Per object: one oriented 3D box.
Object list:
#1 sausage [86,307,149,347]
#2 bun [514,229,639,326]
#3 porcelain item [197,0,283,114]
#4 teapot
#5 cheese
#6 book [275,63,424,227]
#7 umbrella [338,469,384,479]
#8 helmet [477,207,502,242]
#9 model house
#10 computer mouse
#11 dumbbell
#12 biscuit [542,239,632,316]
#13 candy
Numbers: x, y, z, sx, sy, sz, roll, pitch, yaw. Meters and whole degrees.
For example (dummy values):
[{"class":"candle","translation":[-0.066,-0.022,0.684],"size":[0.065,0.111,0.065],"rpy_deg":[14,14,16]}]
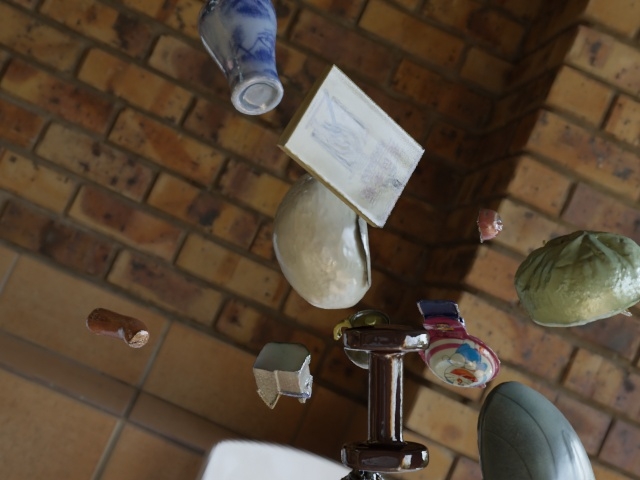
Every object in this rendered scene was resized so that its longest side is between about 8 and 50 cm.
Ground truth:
[{"class":"sausage","translation":[-0.298,0.129,1.357],"size":[0.047,0.041,0.176],"rpy_deg":[4,2,-37]},{"class":"bun","translation":[0.382,0.046,1.343],"size":[0.195,0.118,0.195],"rpy_deg":[-17,5,1]},{"class":"porcelain item","translation":[-0.134,-0.339,1.589],"size":[0.141,0.141,0.259],"rpy_deg":[31,36,-51]},{"class":"teapot","translation":[0.105,0.233,2.216],"size":[0.165,0.130,0.119],"rpy_deg":[17,-51,27]},{"class":"cheese","translation":[0.240,0.192,1.658],"size":[0.155,0.062,0.244],"rpy_deg":[-1,-46,29]},{"class":"book","translation":[0.053,-0.146,1.463],"size":[0.231,0.161,0.026],"rpy_deg":[38,-15,-30]},{"class":"umbrella","translation":[0.012,0.438,1.533],"size":[0.080,0.071,0.224],"rpy_deg":[47,-49,-12]},{"class":"helmet","translation":[0.369,-0.032,1.987],"size":[0.049,0.065,0.084],"rpy_deg":[1,-38,20]},{"class":"model house","translation":[-0.063,0.258,1.749],"size":[0.100,0.088,0.100],"rpy_deg":[2,-57,22]},{"class":"computer mouse","translation":[0.336,0.390,1.356],"size":[0.188,0.371,0.121],"rpy_deg":[1,-13,-44]},{"class":"dumbbell","translation":[0.101,0.243,1.431],"size":[0.140,0.226,0.124],"rpy_deg":[1,-4,10]},{"class":"biscuit","translation":[0.604,0.085,2.088],"size":[0.139,0.016,0.231],"rpy_deg":[21,24,-37]},{"class":"candy","translation":[0.000,0.000,1.778],"size":[0.185,0.296,0.295],"rpy_deg":[-10,-3,-4]}]
